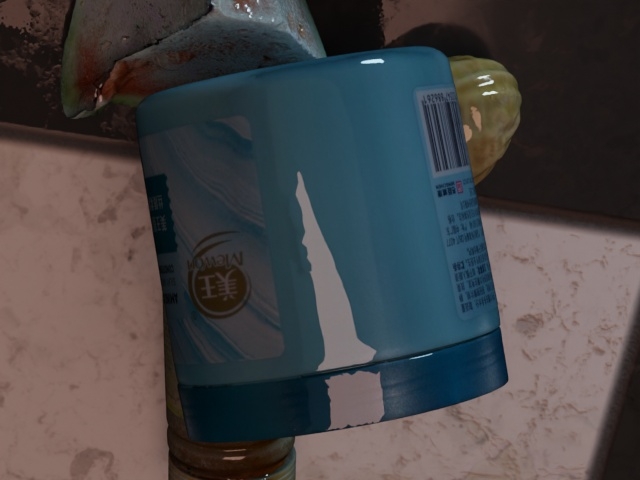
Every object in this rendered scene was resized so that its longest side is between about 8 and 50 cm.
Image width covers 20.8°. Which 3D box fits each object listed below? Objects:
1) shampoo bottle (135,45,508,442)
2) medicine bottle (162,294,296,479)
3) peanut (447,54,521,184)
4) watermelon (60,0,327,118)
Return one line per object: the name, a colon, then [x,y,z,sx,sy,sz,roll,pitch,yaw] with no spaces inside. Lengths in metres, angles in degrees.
shampoo bottle: [0.000,0.000,1.739,0.331,0.331,0.343,-9,92,-4]
medicine bottle: [-0.103,0.148,2.000,0.151,0.151,0.322,-2,111,-7]
peanut: [0.096,-0.074,1.954,0.325,0.140,0.153,-51,152,19]
watermelon: [-0.111,-0.221,1.826,0.289,0.214,0.320,30,94,-21]
